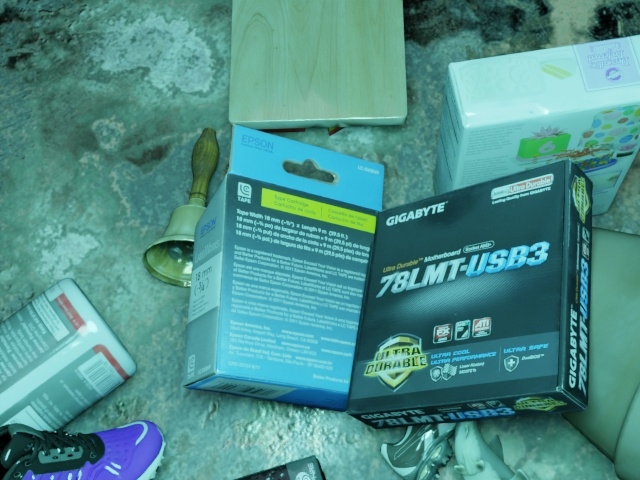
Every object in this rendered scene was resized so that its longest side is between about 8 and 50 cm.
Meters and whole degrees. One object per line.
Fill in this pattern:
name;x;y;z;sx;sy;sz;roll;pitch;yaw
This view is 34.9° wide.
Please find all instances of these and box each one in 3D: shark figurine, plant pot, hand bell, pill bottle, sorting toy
shark figurine;0.218;0.262;1.290;0.166;0.278;0.116;-12;23;28
plant pot;0.376;0.119;1.267;0.280;0.323;0.323;28;71;30
hand bell;-0.176;-0.066;1.471;0.126;0.126;0.242;2;57;4
pill bottle;-0.399;0.192;1.334;0.283;0.161;0.161;-37;71;-11
sorting toy;-0.002;-0.273;1.539;0.256;0.089;0.257;-1;68;3

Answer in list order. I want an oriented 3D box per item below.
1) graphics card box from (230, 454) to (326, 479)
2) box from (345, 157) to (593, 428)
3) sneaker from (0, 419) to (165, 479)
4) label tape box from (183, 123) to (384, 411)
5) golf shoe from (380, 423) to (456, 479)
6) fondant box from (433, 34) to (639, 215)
graphics card box;-0.146;0.431;1.260;0.371;0.094;0.232;-18;67;-2
box;0.181;0.070;1.233;0.296;0.073;0.293;-13;56;38
sneaker;-0.333;0.279;1.256;0.293;0.146;0.102;-27;26;-26
label tape box;-0.041;0.042;1.350;0.241;0.106;0.333;14;66;-27
golf shoe;0.155;0.223;1.336;0.094;0.077;0.198;32;72;15
fondant box;0.281;-0.123;1.332;0.238;0.330;0.096;-9;68;-1
